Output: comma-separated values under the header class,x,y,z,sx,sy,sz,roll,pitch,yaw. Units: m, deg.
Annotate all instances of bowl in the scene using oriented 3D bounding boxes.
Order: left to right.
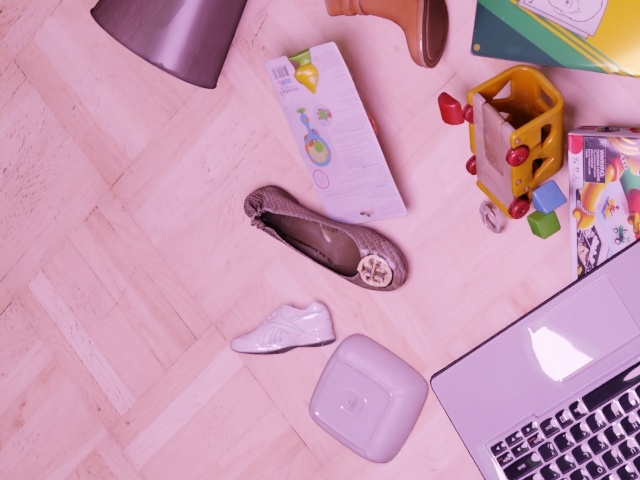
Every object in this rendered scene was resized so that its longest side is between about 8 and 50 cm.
class,x,y,z,sx,sy,sz,roll,pitch,yaw
bowl,0.053,0.208,2.087,0.142,0.053,0.142,34,112,23

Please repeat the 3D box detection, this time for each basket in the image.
class,x,y,z,sx,sy,sz,roll,pitch,yaw
basket,-0.165,-0.346,2.101,0.204,0.154,0.227,38,108,20

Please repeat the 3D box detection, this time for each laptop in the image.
class,x,y,z,sx,sy,sz,roll,pitch,yaw
laptop,0.313,0.244,1.735,0.382,0.236,0.408,-36,76,26

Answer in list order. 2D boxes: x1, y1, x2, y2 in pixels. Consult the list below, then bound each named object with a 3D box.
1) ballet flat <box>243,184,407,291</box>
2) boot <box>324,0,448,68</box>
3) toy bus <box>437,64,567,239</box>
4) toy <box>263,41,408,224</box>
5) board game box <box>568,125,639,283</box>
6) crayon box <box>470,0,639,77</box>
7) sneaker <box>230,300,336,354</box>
class,x,y,z,sx,sy,sz,roll,pitch,yaw
ballet flat,0.000,0.000,2.085,0.250,0.058,0.084,30,120,24
boot,0.075,-0.297,2.015,0.152,0.073,0.197,-11,78,29
toy bus,0.239,-0.110,1.907,0.104,0.202,0.191,-30,101,-14
toy,0.030,-0.139,2.050,0.137,0.056,0.237,-9,112,47
board game box,0.385,0.025,1.853,0.193,0.053,0.305,5,107,29
crayon box,0.352,-0.370,1.828,0.313,0.106,0.363,11,101,28
sneaker,-0.051,0.118,2.141,0.152,0.053,0.061,-12,80,24
